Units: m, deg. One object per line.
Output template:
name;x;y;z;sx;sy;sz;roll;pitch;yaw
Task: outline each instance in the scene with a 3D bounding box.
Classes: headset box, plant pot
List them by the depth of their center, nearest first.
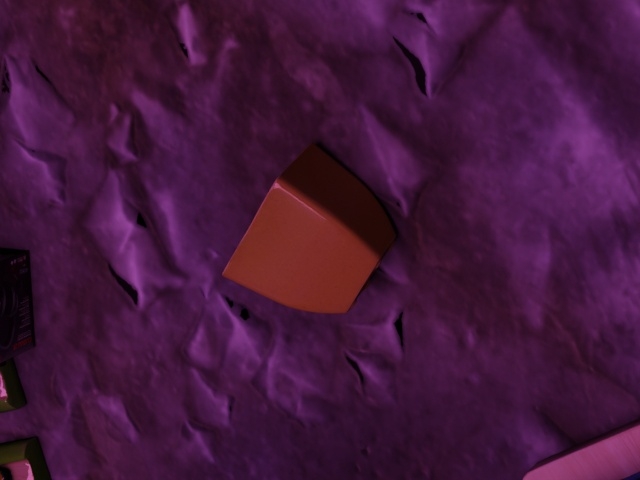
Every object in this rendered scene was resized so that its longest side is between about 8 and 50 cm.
plant pot;0.000;0.000;1.247;0.083;0.081;0.081;32;116;4
headset box;-0.239;0.053;1.392;0.032;0.062;0.083;5;105;27

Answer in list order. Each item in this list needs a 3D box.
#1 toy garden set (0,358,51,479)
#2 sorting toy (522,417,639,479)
toy garden set;-0.293;0.224;1.474;0.203;0.049;0.244;-13;97;30
sorting toy;0.274;0.218;1.153;0.255;0.089;0.257;-28;89;30
